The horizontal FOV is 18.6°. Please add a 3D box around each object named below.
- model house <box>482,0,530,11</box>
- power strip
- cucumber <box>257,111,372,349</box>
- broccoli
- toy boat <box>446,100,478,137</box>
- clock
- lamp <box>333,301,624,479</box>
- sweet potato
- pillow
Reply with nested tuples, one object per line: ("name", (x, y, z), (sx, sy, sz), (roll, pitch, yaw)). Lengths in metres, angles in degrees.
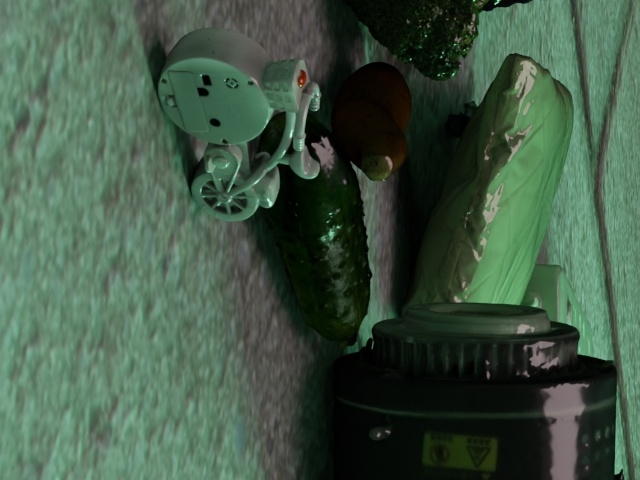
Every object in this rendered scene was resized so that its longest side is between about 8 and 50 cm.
("model house", (0.259, -0.291, 1.683), (0.280, 0.312, 0.245), (-53, -166, 42))
("power strip", (0.231, 0.098, 1.967), (0.385, 0.062, 0.091), (47, 45, -72))
("cucumber", (0.000, 0.000, 1.274), (0.227, 0.069, 0.069), (76, 23, -51))
("broccoli", (0.077, -0.196, 1.394), (0.162, 0.138, 0.145), (-120, -153, -59))
("toy boat", (0.131, -0.104, 1.710), (0.083, 0.038, 0.038), (6, 87, -72))
("clock", (-0.043, -0.061, 1.100), (0.129, 0.087, 0.041), (85, 17, -46))
("lamp", (0.103, 0.180, 1.390), (0.374, 0.205, 0.272), (-45, 132, -56))
("sweet potato", (0.034, -0.083, 1.341), (0.264, 0.057, 0.057), (-76, 163, -71))
("pillow", (0.142, -0.015, 1.663), (0.281, 0.076, 0.274), (4, 105, -75))
